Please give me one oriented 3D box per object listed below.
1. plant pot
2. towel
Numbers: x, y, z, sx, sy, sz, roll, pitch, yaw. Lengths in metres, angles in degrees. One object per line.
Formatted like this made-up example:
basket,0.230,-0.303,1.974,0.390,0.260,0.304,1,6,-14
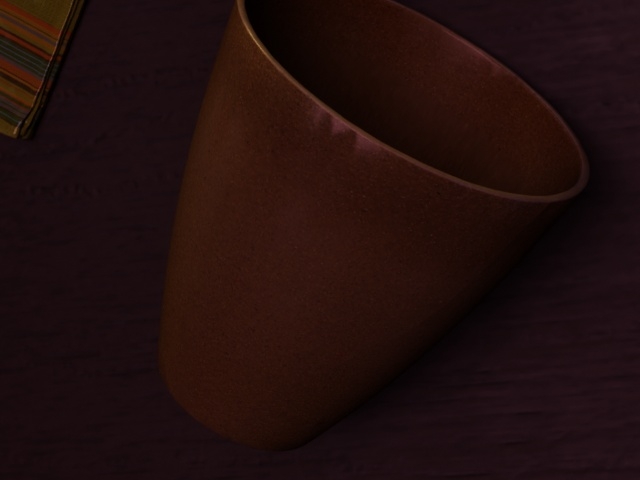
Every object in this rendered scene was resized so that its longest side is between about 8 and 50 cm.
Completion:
plant pot,0.000,0.000,1.068,0.237,0.237,0.254,38,116,14
towel,-0.211,-0.198,1.221,0.102,0.021,0.237,26,99,15
